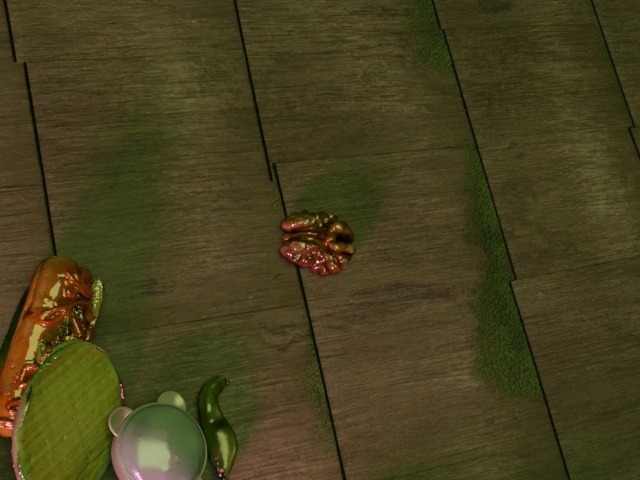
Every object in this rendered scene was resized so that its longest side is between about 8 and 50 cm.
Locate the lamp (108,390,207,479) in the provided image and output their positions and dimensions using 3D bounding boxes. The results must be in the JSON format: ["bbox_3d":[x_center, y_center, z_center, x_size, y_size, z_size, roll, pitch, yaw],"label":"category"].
[{"bbox_3d":[-0.284,0.408,1.666,0.179,0.108,0.246,-14,79,-36],"label":"lamp"}]

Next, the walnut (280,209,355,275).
[{"bbox_3d":[0.000,0.000,1.940,0.170,0.069,0.143,7,68,-20],"label":"walnut"}]

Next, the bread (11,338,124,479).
[{"bbox_3d":[-0.441,0.320,1.576,0.045,0.301,0.301,3,66,21],"label":"bread"}]

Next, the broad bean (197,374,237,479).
[{"bbox_3d":[-0.199,0.367,1.753,0.070,0.048,0.213,-1,69,-18],"label":"broad bean"}]

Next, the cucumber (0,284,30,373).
[{"bbox_3d":[-0.556,0.159,1.700,0.056,0.056,0.250,21,67,-11],"label":"cucumber"}]

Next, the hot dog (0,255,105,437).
[{"bbox_3d":[-0.484,0.199,1.649,0.117,0.158,0.349,1,65,26],"label":"hot dog"}]
